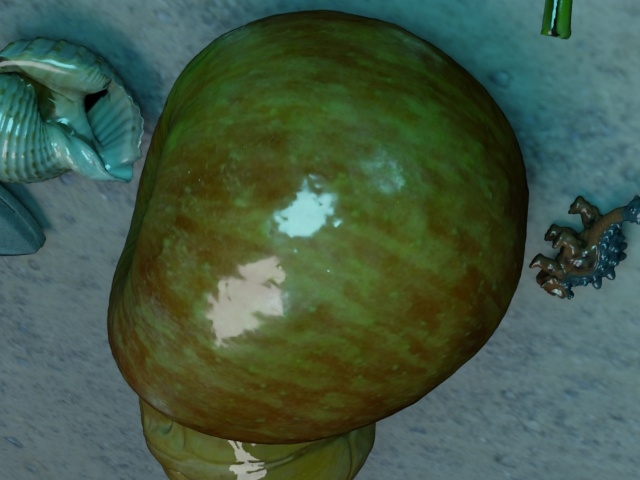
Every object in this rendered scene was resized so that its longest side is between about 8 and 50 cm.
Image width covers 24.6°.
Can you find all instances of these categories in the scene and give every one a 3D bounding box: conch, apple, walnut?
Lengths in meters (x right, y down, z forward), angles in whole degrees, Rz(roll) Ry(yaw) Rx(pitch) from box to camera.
[{"bbox_3d":[-0.217,-0.108,1.151,0.153,0.102,0.135,4,138,-18],"label":"conch"},{"bbox_3d":[0.000,0.000,0.975,0.250,0.278,0.309,16,161,-14],"label":"apple"},{"bbox_3d":[-0.057,0.150,1.285,0.225,0.193,0.193,-8,130,48],"label":"walnut"}]

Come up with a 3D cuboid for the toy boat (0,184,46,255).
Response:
[{"bbox_3d":[-0.400,-0.069,1.354,0.319,0.092,0.141,29,146,-8],"label":"toy boat"}]

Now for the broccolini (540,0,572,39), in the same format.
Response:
[{"bbox_3d":[0.121,-0.211,0.730,0.042,0.044,0.218,8,107,17],"label":"broccolini"}]

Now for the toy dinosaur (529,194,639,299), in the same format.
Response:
[{"bbox_3d":[0.187,0.005,1.024,0.055,0.049,0.154,36,151,-2],"label":"toy dinosaur"}]
